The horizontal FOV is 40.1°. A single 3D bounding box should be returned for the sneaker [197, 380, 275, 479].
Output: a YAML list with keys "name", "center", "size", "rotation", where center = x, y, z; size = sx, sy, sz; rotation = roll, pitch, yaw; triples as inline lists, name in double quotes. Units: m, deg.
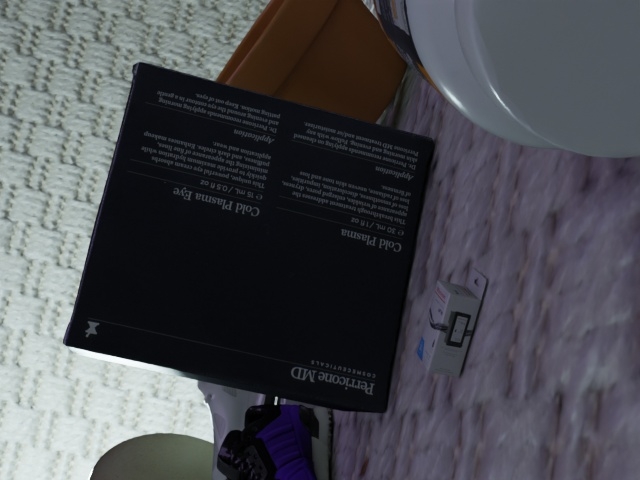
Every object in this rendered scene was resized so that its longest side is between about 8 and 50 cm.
- name: "sneaker"
  center: [-0.189, 0.171, 1.410]
  size: [0.169, 0.257, 0.447]
  rotation: [105, 172, -75]

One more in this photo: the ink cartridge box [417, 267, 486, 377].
- name: "ink cartridge box"
  center: [0.106, 0.063, 0.713]
  size: [0.048, 0.028, 0.083]
  rotation: [-116, 40, -78]

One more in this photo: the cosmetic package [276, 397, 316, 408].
- name: "cosmetic package"
  center: [-0.047, 0.308, 1.333]
  size: [0.099, 0.060, 0.239]
  rotation: [140, 143, -77]

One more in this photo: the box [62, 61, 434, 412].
- name: "box"
  center: [-0.080, 0.010, 0.999]
  size: [0.179, 0.343, 0.312]
  rotation: [136, 148, -74]

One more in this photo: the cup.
- name: "cup"
  center: [-0.268, 0.528, 1.474]
  size: [0.237, 0.331, 0.331]
  rotation: [-79, 5, -63]

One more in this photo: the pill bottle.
- name: "pill bottle"
  center: [0.117, -0.139, 0.470]
  size: [0.278, 0.162, 0.162]
  rotation: [-96, 20, -71]

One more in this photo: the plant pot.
- name: "plant pot"
  center: [-0.013, -0.245, 1.274]
  size: [0.291, 0.203, 0.291]
  rotation: [-50, 15, 18]

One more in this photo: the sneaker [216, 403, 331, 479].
- name: "sneaker"
  center: [-0.063, 0.307, 1.111]
  size: [0.293, 0.146, 0.102]
  rotation: [-93, 17, -67]
